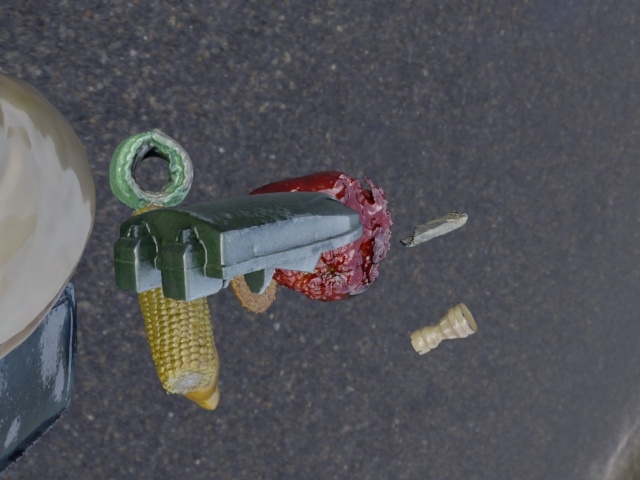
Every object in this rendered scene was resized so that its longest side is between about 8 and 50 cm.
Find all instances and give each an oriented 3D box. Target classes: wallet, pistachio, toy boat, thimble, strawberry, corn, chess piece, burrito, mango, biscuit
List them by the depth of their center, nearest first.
[{"bbox_3d":[-0.055,-0.002,0.784,0.319,0.141,0.092,-14,106,-53],"label":"toy boat"},{"bbox_3d":[-0.457,-0.026,0.854,0.365,0.281,0.445,38,54,-5],"label":"pistachio"},{"bbox_3d":[-0.457,0.214,1.097,0.342,0.075,0.237,-57,154,-71],"label":"wallet"},{"bbox_3d":[0.000,0.000,1.360,0.274,0.274,0.220,27,48,-50],"label":"strawberry"},{"bbox_3d":[0.235,0.175,1.482,0.066,0.122,0.066,49,21,-27],"label":"chess piece"},{"bbox_3d":[-0.293,0.105,1.524,0.144,0.144,0.387,3,64,-50],"label":"corn"},{"bbox_3d":[0.251,-0.027,1.681,0.171,0.051,0.042,-19,101,-27],"label":"burrito"},{"bbox_3d":[-0.288,0.284,1.711,0.109,0.157,0.262,-28,136,-28],"label":"mango"},{"bbox_3d":[-0.450,-0.185,2.040,0.219,0.150,0.219,0,90,-27],"label":"thimble"},{"bbox_3d":[-0.178,0.070,2.046,0.254,0.035,0.254,41,43,-54],"label":"biscuit"}]
